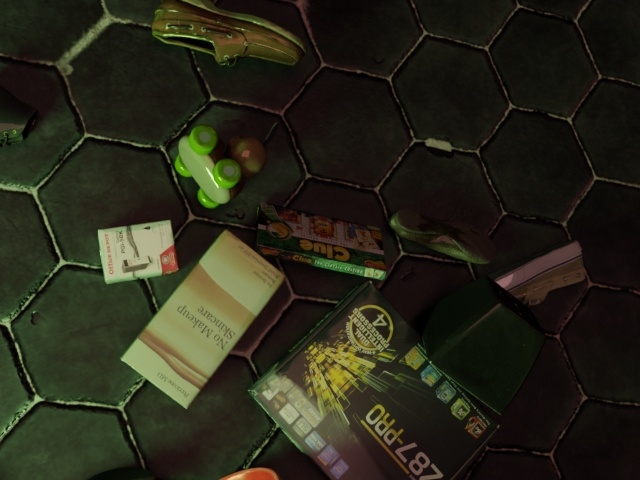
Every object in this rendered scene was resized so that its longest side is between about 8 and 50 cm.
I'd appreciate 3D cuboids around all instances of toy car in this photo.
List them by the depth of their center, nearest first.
[{"bbox_3d":[-0.163,-0.171,1.405,0.188,0.155,0.149,-36,91,-27],"label":"toy car"}]

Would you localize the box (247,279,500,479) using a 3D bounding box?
[{"bbox_3d":[0.105,0.325,1.412,0.318,0.097,0.395,-41,92,-15],"label":"box"}]

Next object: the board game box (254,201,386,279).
[{"bbox_3d":[0.000,0.000,1.436,0.259,0.030,0.136,12,41,-13],"label":"board game box"}]

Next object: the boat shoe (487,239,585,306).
[{"bbox_3d":[0.443,0.088,1.536,0.302,0.109,0.094,-22,89,-20],"label":"boat shoe"}]

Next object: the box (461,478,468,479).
[{"bbox_3d":[0.314,0.582,1.347,0.117,0.243,0.214,-24,88,-17],"label":"box"}]

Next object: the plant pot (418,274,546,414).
[{"bbox_3d":[0.319,0.181,1.407,0.188,0.187,0.167,36,107,-11],"label":"plant pot"}]

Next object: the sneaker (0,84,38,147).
[{"bbox_3d":[-0.614,-0.181,1.318,0.118,0.083,0.222,29,74,-9],"label":"sneaker"}]

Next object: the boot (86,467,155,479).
[{"bbox_3d":[-0.389,0.537,1.265,0.262,0.091,0.229,-17,91,-13],"label":"boot"}]

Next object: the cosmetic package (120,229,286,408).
[{"bbox_3d":[-0.215,0.143,1.343,0.153,0.129,0.296,38,74,-7],"label":"cosmetic package"}]

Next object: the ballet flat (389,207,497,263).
[{"bbox_3d":[0.256,-0.004,1.534,0.249,0.058,0.084,16,55,-17],"label":"ballet flat"}]

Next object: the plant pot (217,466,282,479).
[{"bbox_3d":[-0.128,0.566,1.239,0.275,0.275,0.243,-31,100,-17],"label":"plant pot"}]

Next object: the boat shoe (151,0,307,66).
[{"bbox_3d":[-0.183,-0.398,1.462,0.307,0.111,0.105,19,80,-1],"label":"boat shoe"}]

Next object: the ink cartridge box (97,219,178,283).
[{"bbox_3d":[-0.342,0.021,1.368,0.135,0.056,0.099,-9,84,-16],"label":"ink cartridge box"}]
